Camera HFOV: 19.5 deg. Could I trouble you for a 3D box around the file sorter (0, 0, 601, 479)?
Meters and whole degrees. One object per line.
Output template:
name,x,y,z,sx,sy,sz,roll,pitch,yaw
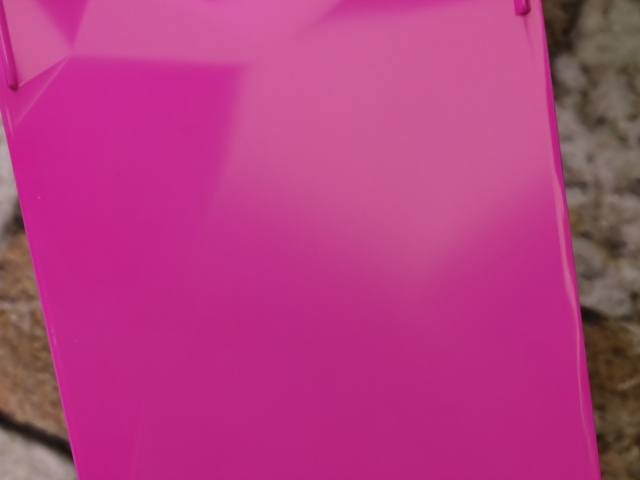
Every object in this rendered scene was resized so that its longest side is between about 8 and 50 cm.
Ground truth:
file sorter,0.000,0.000,0.786,0.202,0.182,0.290,-8,106,5
